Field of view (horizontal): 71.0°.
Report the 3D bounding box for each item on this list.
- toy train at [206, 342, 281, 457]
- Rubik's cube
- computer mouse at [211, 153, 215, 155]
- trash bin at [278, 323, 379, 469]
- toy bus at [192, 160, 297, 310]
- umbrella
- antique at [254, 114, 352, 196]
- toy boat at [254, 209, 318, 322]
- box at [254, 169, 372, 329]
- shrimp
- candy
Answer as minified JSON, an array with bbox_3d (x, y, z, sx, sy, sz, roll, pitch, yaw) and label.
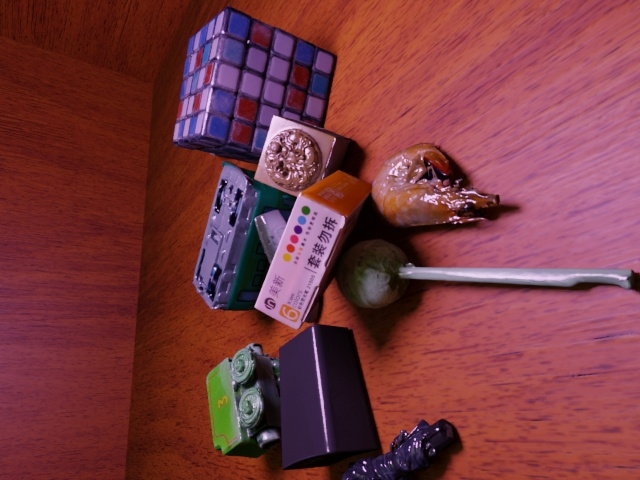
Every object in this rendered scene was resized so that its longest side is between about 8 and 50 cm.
[{"bbox_3d":[-0.163,0.365,1.020,0.188,0.132,0.243,-43,43,20],"label":"toy train"},{"bbox_3d":[-0.175,-0.347,1.113,0.287,0.292,0.293,16,94,58],"label":"Rubik's cube"},{"bbox_3d":[-0.322,-0.370,1.531,0.288,0.097,0.159,7,86,58],"label":"computer mouse"},{"bbox_3d":[-0.001,0.292,0.845,0.165,0.115,0.225,-44,46,43],"label":"trash bin"},{"bbox_3d":[-0.174,-0.004,1.105,0.183,0.199,0.344,36,112,52],"label":"toy bus"},{"bbox_3d":[0.121,0.345,0.685,0.080,0.071,0.224,44,120,7],"label":"umbrella"},{"bbox_3d":[-0.035,-0.169,0.939,0.152,0.148,0.147,23,105,14],"label":"antique"},{"bbox_3d":[-0.070,0.060,0.985,0.085,0.078,0.260,-27,87,58],"label":"toy boat"},{"bbox_3d":[0.000,0.000,0.801,0.221,0.091,0.274,-67,-7,23],"label":"box"},{"bbox_3d":[0.176,-0.092,0.722,0.287,0.063,0.152,7,77,59],"label":"shrimp"},{"bbox_3d":[0.189,0.046,0.642,0.440,0.119,0.119,-5,77,49],"label":"candy"}]
